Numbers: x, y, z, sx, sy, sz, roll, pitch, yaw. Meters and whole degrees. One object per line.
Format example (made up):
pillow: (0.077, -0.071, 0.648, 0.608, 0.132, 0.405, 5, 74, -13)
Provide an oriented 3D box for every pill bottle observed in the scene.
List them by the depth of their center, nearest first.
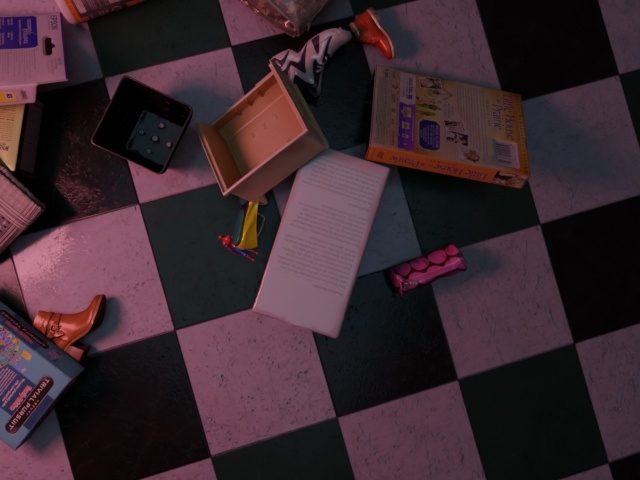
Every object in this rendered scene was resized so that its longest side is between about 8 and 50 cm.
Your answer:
pill bottle: (-0.545, -0.676, 1.525, 0.278, 0.162, 0.162, -20, 90, -5)

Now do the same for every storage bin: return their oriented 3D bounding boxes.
storage bin: (-0.153, -0.272, 1.485, 0.262, 0.123, 0.260, -35, 63, 19)

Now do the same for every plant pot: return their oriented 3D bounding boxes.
plant pot: (-0.439, -0.278, 1.520, 0.188, 0.167, 0.187, 25, 87, -3)

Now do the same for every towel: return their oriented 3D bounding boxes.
towel: (-0.891, -0.095, 1.440, 0.312, 0.056, 0.324, -37, 111, 16)

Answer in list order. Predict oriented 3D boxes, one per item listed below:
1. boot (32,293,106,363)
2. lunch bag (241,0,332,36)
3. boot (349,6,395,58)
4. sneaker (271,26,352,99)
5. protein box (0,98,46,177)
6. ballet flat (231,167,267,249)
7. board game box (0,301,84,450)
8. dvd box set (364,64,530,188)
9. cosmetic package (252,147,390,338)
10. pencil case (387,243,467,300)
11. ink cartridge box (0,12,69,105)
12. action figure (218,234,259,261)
boot: (-0.656, 0.208, 1.536, 0.152, 0.073, 0.197, 23, 84, 0)
lunch bag: (-0.087, -0.700, 1.564, 0.287, 0.169, 0.235, 39, 84, 2)
boot: (0.145, -0.556, 1.638, 0.085, 0.059, 0.158, -32, 83, -2)
sneaker: (-0.003, -0.464, 1.601, 0.235, 0.094, 0.153, -25, 92, -5)
protein box: (-0.831, -0.276, 1.501, 0.200, 0.136, 0.201, 7, 87, -5)
ballet flat: (-0.183, -0.086, 1.587, 0.077, 0.077, 0.231, 12, 79, -27)
board game box: (-0.809, 0.320, 1.488, 0.336, 0.079, 0.254, 40, 99, -3)
dvd box set: (0.334, -0.307, 1.573, 0.421, 0.062, 0.307, 9, 57, -5)
cosmetic package: (0.000, 0.000, 1.552, 0.230, 0.161, 0.453, 19, 86, -3)
pencil case: (0.293, 0.081, 1.608, 0.209, 0.098, 0.095, -23, 90, -6)
ink cartridge box: (-0.786, -0.448, 1.459, 0.307, 0.072, 0.303, -8, 52, -18)
action figure: (-0.224, 0.018, 1.599, 0.115, 0.030, 0.038, 31, 82, -3)
